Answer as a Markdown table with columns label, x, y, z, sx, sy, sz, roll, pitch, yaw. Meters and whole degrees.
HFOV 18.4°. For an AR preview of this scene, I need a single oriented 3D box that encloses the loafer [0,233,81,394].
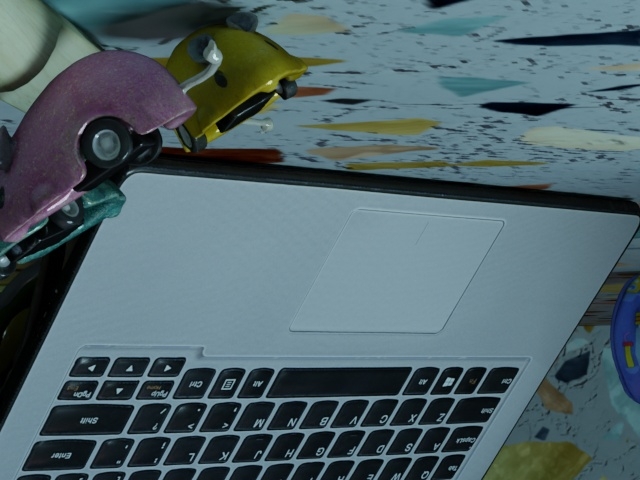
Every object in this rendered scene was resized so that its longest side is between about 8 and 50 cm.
| label | x | y | z | sx | sy | sz | roll | pitch | yaw |
| --- | --- | --- | --- | --- | --- | --- | --- | --- | --- |
| loafer | -0.152 | 0.091 | 1.060 | 0.084 | 0.268 | 0.096 | 13 | -164 | -39 |

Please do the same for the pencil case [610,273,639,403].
| label | x | y | z | sx | sy | sz | roll | pitch | yaw |
| --- | --- | --- | --- | --- | --- | --- | --- | --- | --- |
| pencil case | 0.410 | 0.078 | 1.727 | 0.306 | 0.133 | 0.119 | -5 | 129 | 36 |

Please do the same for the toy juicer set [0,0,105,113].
| label | x | y | z | sx | sy | sz | roll | pitch | yaw |
| --- | --- | --- | --- | --- | --- | --- | --- | --- | --- |
| toy juicer set | -0.194 | -0.031 | 0.492 | 0.329 | 0.089 | 0.209 | -26 | 173 | -17 |

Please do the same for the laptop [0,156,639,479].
| label | x | y | z | sx | sy | sz | roll | pitch | yaw |
| --- | --- | --- | --- | --- | --- | --- | --- | --- | --- |
| laptop | 0.017 | 0.197 | 1.018 | 0.382 | 0.408 | 0.236 | 3 | -146 | -44 |

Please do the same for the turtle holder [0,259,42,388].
| label | x | y | z | sx | sy | sz | roll | pitch | yaw |
| --- | --- | --- | --- | --- | --- | --- | --- | --- | --- |
| turtle holder | -0.136 | 0.098 | 1.398 | 0.227 | 0.243 | 0.320 | 39 | -177 | -43 |

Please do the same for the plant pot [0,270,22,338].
| label | x | y | z | sx | sy | sz | roll | pitch | yaw |
| --- | --- | --- | --- | --- | --- | --- | --- | --- | --- |
| plant pot | -0.317 | 0.147 | 1.769 | 0.276 | 0.276 | 0.254 | 1 | -174 | -25 |

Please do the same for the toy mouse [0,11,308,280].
| label | x | y | z | sx | sy | sz | roll | pitch | yaw |
| --- | --- | --- | --- | --- | --- | --- | --- | --- | --- |
| toy mouse | -0.070 | -0.023 | 0.551 | 0.143 | 0.031 | 0.161 | -32 | 178 | -12 |
